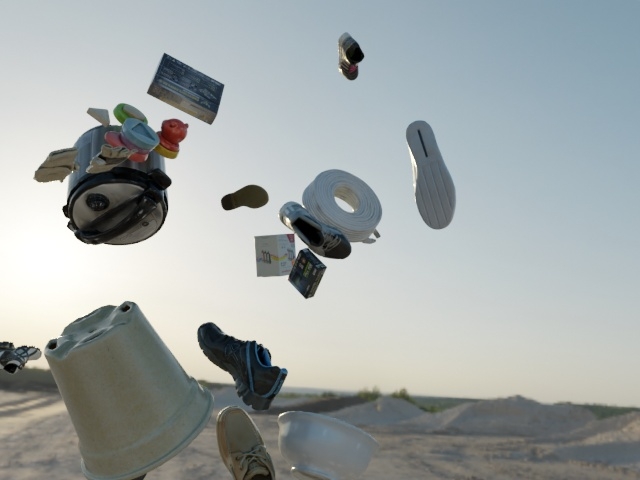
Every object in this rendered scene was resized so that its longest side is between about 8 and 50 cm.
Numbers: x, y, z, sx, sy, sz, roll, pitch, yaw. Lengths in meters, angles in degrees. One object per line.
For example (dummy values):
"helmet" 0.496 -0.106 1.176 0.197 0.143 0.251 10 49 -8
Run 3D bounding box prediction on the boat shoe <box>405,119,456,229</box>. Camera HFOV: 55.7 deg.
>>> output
"boat shoe" 0.339 -0.196 1.825 0.121 0.335 0.119 -11 -7 17

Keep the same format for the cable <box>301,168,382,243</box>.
"cable" 0.071 -0.109 1.916 0.257 0.257 0.089 -4 -30 -36

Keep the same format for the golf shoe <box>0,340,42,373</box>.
"golf shoe" -0.925 0.363 1.839 0.077 0.094 0.198 -16 -19 12

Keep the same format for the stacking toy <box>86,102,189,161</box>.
"stacking toy" -0.632 -0.418 2.140 0.130 0.279 0.309 -47 -5 24

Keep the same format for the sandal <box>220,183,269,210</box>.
"sandal" -0.253 -0.156 2.187 0.240 0.088 0.079 -8 6 39

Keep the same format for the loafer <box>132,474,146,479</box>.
"loafer" -0.509 0.621 1.582 0.062 0.170 0.061 16 -34 31

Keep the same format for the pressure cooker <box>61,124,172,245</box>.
"pressure cooker" -0.760 -0.182 2.267 0.375 0.420 0.370 3 -45 -22

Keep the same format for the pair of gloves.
"pair of gloves" -0.623 -0.198 1.593 0.240 0.042 0.204 -17 -3 -44

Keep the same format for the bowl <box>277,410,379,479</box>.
"bowl" 0.005 0.594 1.670 0.297 0.134 0.298 13 -33 8

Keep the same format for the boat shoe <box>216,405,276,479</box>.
"boat shoe" -0.173 0.588 1.569 0.121 0.341 0.110 -15 -19 -28

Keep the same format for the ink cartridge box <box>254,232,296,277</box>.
"ink cartridge box" -0.186 0.063 2.523 0.127 0.176 0.128 -3 1 34

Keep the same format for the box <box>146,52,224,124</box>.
"box" -0.444 -0.506 2.021 0.231 0.183 0.056 24 -46 -22

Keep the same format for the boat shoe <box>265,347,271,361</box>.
"boat shoe" -0.186 0.387 1.985 0.066 0.066 0.183 2 21 -16

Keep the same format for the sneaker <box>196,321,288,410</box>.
"sneaker" -0.223 0.329 1.738 0.341 0.140 0.125 39 6 31

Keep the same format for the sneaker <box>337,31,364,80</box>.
"sneaker" 0.097 -0.550 1.856 0.063 0.075 0.170 -34 -32 -14

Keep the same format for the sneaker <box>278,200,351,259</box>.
"sneaker" 0.000 0.000 1.482 0.228 0.086 0.132 33 8 -27

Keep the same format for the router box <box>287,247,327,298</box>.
"router box" -0.040 0.097 1.776 0.038 0.092 0.122 -15 -42 -44

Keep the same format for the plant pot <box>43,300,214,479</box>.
"plant pot" -0.459 0.320 1.397 0.333 0.305 0.334 -19 18 7
